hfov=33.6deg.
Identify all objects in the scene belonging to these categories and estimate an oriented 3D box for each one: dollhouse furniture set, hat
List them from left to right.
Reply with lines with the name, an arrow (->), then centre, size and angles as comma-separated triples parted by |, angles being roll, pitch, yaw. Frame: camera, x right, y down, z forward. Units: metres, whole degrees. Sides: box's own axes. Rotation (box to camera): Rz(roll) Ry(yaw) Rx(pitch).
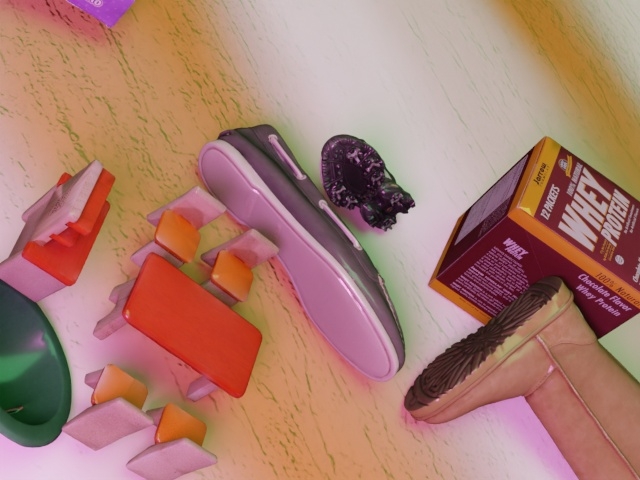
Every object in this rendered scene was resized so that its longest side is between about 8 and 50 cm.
hat -> -0.353, 0.137, 0.946 | 0.173, 0.184, 0.208 | 67, 11, 8
dollhouse furniture set -> -0.157, 0.051, 0.991 | 0.259, 0.135, 0.262 | 39, 45, -26

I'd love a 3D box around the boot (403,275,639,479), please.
boot -> 0.260, 0.208, 1.185 | 0.236, 0.089, 0.269 | -37, 104, 1

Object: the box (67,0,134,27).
box -> -0.300, -0.406, 1.243 | 0.201, 0.057, 0.293 | 27, 42, -30

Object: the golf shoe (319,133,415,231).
golf shoe -> 0.036, -0.081, 1.230 | 0.094, 0.077, 0.198 | 56, 5, 31

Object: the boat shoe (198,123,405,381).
boat shoe -> 0.000, 0.000, 1.172 | 0.095, 0.112, 0.335 | -31, 75, -34

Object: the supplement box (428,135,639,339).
supplement box -> 0.271, 0.019, 1.255 | 0.191, 0.194, 0.129 | 34, 51, -6
